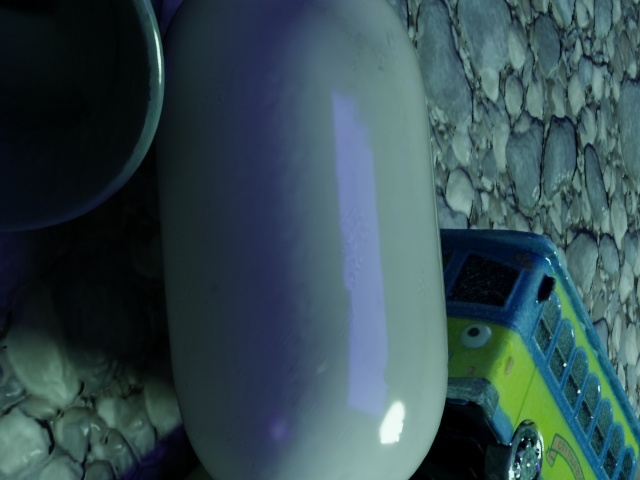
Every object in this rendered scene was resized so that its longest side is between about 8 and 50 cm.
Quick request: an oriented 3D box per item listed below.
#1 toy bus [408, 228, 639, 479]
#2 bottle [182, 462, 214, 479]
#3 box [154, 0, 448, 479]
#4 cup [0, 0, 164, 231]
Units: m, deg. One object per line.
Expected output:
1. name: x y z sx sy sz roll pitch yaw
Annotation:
1. toy bus: 0.149 0.151 0.991 0.312 0.152 0.190 56 49 -39
2. bottle: -0.089 0.199 0.727 0.201 0.072 0.072 -40 122 -47
3. box: 0.001 0.000 0.698 0.349 0.141 0.289 14 73 -83
4. cup: -0.149 -0.126 0.573 0.150 0.199 0.199 -70 143 -53
